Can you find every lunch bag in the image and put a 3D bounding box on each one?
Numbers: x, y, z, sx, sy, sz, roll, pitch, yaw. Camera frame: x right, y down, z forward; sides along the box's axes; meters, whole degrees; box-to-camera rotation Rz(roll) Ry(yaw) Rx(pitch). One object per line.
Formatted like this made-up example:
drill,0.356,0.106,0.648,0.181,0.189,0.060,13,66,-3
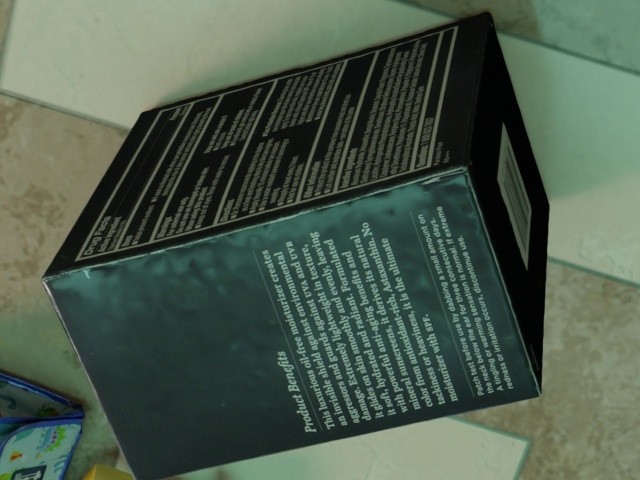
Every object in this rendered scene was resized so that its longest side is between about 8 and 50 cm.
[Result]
lunch bag,-0.289,0.182,1.508,0.151,0.096,0.129,13,118,-18

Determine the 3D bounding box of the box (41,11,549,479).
box,0.000,0.000,1.261,0.294,0.296,0.183,-13,113,15

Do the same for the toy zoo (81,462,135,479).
toy zoo,-0.171,0.312,1.565,0.192,0.030,0.293,30,116,-17
